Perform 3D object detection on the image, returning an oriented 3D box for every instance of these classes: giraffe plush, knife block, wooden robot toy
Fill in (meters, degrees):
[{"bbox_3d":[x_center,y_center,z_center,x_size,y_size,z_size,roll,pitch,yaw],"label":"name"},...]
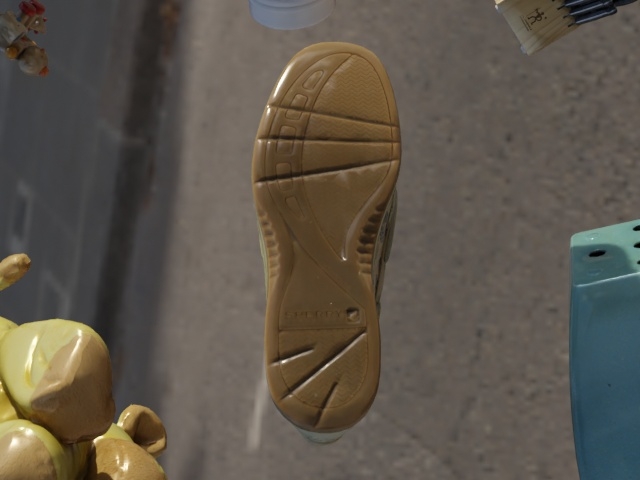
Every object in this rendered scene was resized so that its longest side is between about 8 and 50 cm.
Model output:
[{"bbox_3d":[-0.159,0.133,0.965,0.181,0.170,0.210,-41,35,2],"label":"giraffe plush"},{"bbox_3d":[0.352,-0.354,2.264,0.242,0.088,0.275,-30,14,10],"label":"knife block"},{"bbox_3d":[-0.343,-0.227,1.972,0.076,0.079,0.173,-41,1,20],"label":"wooden robot toy"}]

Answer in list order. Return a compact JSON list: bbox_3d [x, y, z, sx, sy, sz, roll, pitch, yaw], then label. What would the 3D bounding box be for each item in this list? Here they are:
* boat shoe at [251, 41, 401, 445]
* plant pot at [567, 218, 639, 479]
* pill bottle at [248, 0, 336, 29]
[{"bbox_3d":[0.000,0.000,1.194,0.089,0.105,0.285,95,-179,-72],"label":"boat shoe"},{"bbox_3d":[0.257,0.108,1.225,0.165,0.166,0.234,-71,-34,-67],"label":"plant pot"},{"bbox_3d":[-0.035,-0.303,1.538,0.117,0.117,0.215,-112,12,-49],"label":"pill bottle"}]
